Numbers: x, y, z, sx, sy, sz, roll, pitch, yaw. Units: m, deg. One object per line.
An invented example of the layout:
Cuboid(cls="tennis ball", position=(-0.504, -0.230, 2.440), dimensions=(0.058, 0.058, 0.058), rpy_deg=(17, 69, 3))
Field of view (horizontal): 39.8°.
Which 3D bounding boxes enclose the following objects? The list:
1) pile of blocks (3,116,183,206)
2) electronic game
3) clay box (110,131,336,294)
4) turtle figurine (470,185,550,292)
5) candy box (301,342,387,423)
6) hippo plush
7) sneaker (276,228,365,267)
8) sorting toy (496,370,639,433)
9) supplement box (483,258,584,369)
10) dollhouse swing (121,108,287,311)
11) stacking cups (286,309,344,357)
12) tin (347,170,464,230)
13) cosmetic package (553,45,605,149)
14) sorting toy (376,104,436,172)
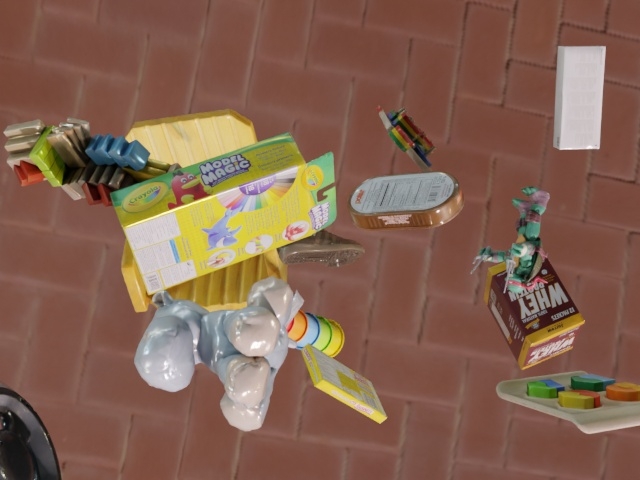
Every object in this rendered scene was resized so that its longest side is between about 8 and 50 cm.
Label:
Cuboid(cls="pile of blocks", position=(-0.435, -0.132, 1.658), dimensions=(0.362, 0.149, 0.112), rpy_deg=(11, 51, 6))
Cuboid(cls="electronic game", position=(-0.380, 0.272, 1.058), dimensions=(0.048, 0.229, 0.229), rpy_deg=(-23, 88, 7))
Cuboid(cls="clay box", position=(-0.094, -0.032, 0.922), dimensions=(0.222, 0.127, 0.053), rpy_deg=(-21, 57, -12))
Cuboid(cls="turtle figurine", position=(0.393, 0.017, 1.767), dimensions=(0.118, 0.175, 0.234), rpy_deg=(26, 71, -16))
Cuboid(cls="candy box", position=(0.048, 0.287, 1.762), dimensions=(0.027, 0.105, 0.206), rpy_deg=(-44, 128, 13))
Cuboid(cls="hippo plush", position=(-0.174, 0.145, 1.453), dimensions=(0.237, 0.294, 0.234), rpy_deg=(13, 123, 7))
Cuboid(cls="sneaker", position=(0.000, 0.000, 1.496), dimensions=(0.188, 0.066, 0.071), rpy_deg=(4, 57, -47))
Cuboid(cls="sorting toy", position=(0.404, 0.236, 1.348), dimensions=(0.193, 0.208, 0.038), rpy_deg=(-3, 98, -24))
Cuboid(cls="supplement box", position=(0.469, 0.154, 1.966), dimensions=(0.129, 0.191, 0.194), rpy_deg=(-23, 64, -4))
Cuboid(cls="dollhouse swing", position=(-0.268, -0.057, 1.903), dimensions=(0.347, 0.305, 0.315), rpy_deg=(-6, 52, 9))
Cuboid(cls="stacking cups", position=(-0.043, 0.190, 1.928), dimensions=(0.096, 0.316, 0.096), rpy_deg=(-6, 72, 20))
Cuboid(cls="tin", position=(0.133, -0.065, 1.402), dimensions=(0.190, 0.106, 0.040), rpy_deg=(-3, 128, 25))
Cuboid(cls="cosmetic package", position=(0.608, -0.336, 2.080), dimensions=(0.099, 0.060, 0.239), rpy_deg=(0, 103, -1))
Cuboid(cls="sorting toy", position=(0.175, -0.196, 1.679), dimensions=(0.046, 0.274, 0.132), rpy_deg=(-40, 107, 11))
